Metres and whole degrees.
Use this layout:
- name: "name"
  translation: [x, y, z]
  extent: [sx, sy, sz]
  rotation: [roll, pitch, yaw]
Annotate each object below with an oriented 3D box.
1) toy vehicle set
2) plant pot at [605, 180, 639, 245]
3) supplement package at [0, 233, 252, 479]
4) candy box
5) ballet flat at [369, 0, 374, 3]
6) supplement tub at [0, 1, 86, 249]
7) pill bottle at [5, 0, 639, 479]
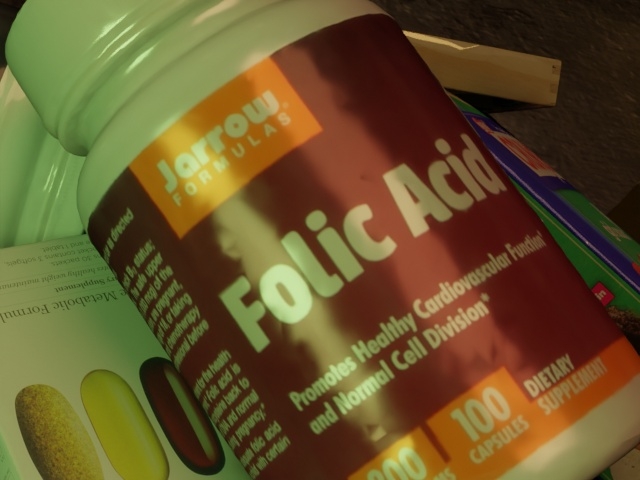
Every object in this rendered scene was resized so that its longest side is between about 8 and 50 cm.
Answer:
- name: "toy vehicle set"
  translation: [0.064, -0.133, 1.239]
  extent: [0.166, 0.267, 0.035]
  rotation: [9, 90, -15]
- name: "plant pot"
  translation: [0.302, -0.002, 1.317]
  extent: [0.081, 0.081, 0.083]
  rotation: [-7, 62, -29]
- name: "supplement package"
  translation: [-0.148, 0.133, 0.949]
  extent: [0.139, 0.134, 0.244]
  rotation: [-12, 54, -31]
- name: "candy box"
  translation: [0.168, 0.034, 1.098]
  extent: [0.317, 0.122, 0.268]
  rotation: [42, 12, 15]
- name: "ballet flat"
  translation: [0.025, -0.206, 1.377]
  extent: [0.057, 0.049, 0.173]
  rotation: [6, 19, -17]
- name: "supplement tub"
  translation: [-0.278, -0.084, 1.058]
  extent: [0.272, 0.191, 0.191]
  rotation: [19, 44, -6]
- name: "pill bottle"
  translation: [0.000, 0.000, 0.896]
  extent: [0.224, 0.224, 0.392]
  rotation: [-27, 78, -40]
